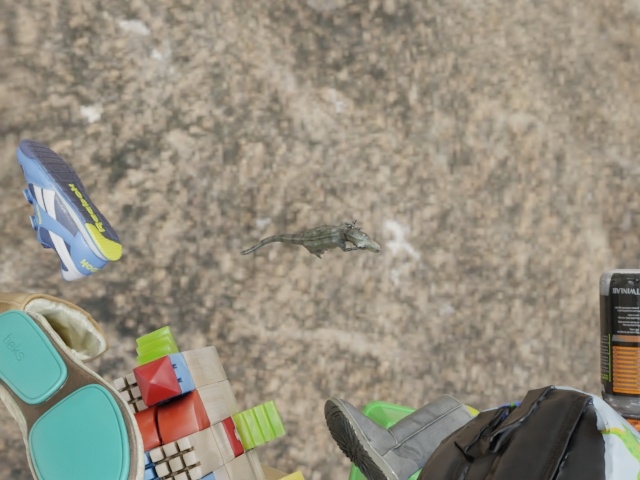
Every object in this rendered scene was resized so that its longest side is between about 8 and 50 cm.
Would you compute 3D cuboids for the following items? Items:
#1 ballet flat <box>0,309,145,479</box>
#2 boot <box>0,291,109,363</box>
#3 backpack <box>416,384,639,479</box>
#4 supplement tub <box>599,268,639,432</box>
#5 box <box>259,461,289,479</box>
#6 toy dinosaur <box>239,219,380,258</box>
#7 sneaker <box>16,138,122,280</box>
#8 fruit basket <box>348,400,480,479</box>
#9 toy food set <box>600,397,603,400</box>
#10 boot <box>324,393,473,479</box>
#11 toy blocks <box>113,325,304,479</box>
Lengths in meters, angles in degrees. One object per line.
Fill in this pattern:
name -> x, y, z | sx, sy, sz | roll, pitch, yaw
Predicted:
ballet flat -> -0.125, 0.093, 0.553 | 0.057, 0.168, 0.052 | -36, 134, -9
boot -> -0.361, 0.129, 1.396 | 0.236, 0.269, 0.089 | 29, 70, -42
backpack -> 0.160, 0.287, 0.812 | 0.273, 0.290, 0.356 | 23, 56, -27
supplement tub -> 0.387, 0.129, 1.272 | 0.117, 0.117, 0.191 | -1, 90, -50
box -> -0.090, 0.418, 1.820 | 0.201, 0.164, 0.021 | -77, -170, -86
toy dinosaur -> 0.000, 0.000, 1.897 | 0.118, 0.268, 0.064 | -3, 87, -59
sneaker -> -0.239, -0.028, 0.974 | 0.144, 0.059, 0.053 | 56, 18, 14
fruit basket -> 0.237, 0.428, 2.000 | 0.392, 0.392, 0.283 | 24, 74, -48
toy food set -> 0.428, 0.283, 1.527 | 0.192, 0.132, 0.038 | -59, 161, -12
boot -> 0.131, 0.286, 1.692 | 0.208, 0.076, 0.190 | -28, 73, -33
toy blocks -> -0.154, 0.283, 1.299 | 0.261, 0.190, 0.382 | 16, 52, -79
